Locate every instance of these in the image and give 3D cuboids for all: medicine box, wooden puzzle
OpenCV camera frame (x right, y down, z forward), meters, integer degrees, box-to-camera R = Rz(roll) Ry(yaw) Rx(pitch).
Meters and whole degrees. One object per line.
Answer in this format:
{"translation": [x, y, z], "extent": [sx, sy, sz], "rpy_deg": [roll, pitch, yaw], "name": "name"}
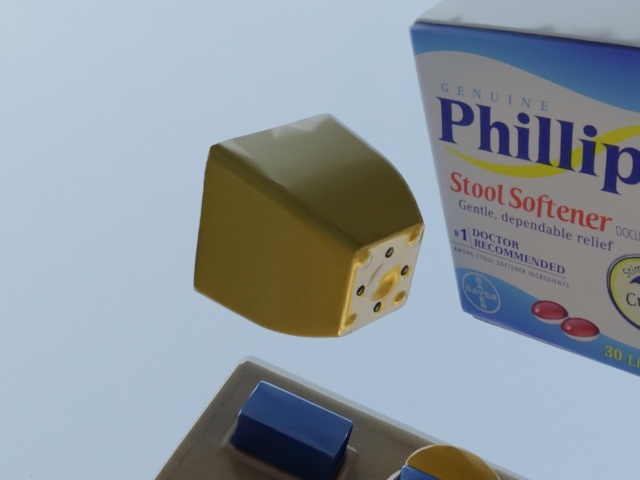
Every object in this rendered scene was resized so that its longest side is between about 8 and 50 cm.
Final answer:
{"translation": [0.233, -0.056, 0.795], "extent": [0.149, 0.263, 0.289], "rpy_deg": [-36, -54, -30], "name": "medicine box"}
{"translation": [0.014, 0.237, 0.837], "extent": [0.322, 0.080, 0.348], "rpy_deg": [22, -145, 12], "name": "wooden puzzle"}

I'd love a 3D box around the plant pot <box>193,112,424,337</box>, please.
{"translation": [0.000, 0.000, 0.472], "extent": [0.081, 0.081, 0.083], "rpy_deg": [-21, -136, -41], "name": "plant pot"}
